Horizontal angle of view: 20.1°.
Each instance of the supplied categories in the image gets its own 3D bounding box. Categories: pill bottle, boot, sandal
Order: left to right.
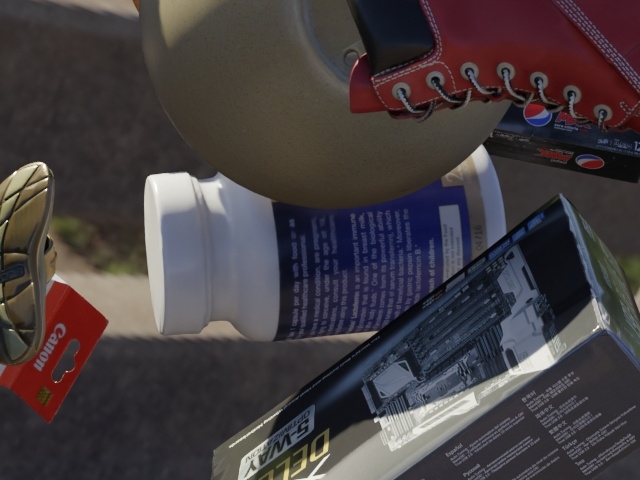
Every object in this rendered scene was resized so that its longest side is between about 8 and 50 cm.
[{"bbox_3d":[-0.245,0.022,1.498,0.049,0.072,0.180,36,45,-56],"label":"sandal"},{"bbox_3d":[0.000,0.000,1.412,0.265,0.153,0.153,-6,30,-12],"label":"pill bottle"},{"bbox_3d":[0.117,-0.070,0.901,0.244,0.176,0.088,57,2,13],"label":"boot"}]

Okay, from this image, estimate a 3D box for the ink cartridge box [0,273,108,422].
[{"bbox_3d":[-0.325,0.087,1.882,0.179,0.145,0.045,39,22,18],"label":"ink cartridge box"}]

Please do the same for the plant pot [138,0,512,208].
[{"bbox_3d":[0.027,-0.157,1.226,0.284,0.284,0.191,19,0,-12],"label":"plant pot"}]

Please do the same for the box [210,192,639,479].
[{"bbox_3d":[0.061,0.123,1.121,0.076,0.307,0.242,49,14,-13],"label":"box"}]

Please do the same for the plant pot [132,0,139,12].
[{"bbox_3d":[-0.044,-0.307,1.872,0.291,0.291,0.203,36,53,26],"label":"plant pot"}]

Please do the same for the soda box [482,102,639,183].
[{"bbox_3d":[0.240,-0.106,1.788,0.169,0.060,0.053,12,66,3],"label":"soda box"}]
